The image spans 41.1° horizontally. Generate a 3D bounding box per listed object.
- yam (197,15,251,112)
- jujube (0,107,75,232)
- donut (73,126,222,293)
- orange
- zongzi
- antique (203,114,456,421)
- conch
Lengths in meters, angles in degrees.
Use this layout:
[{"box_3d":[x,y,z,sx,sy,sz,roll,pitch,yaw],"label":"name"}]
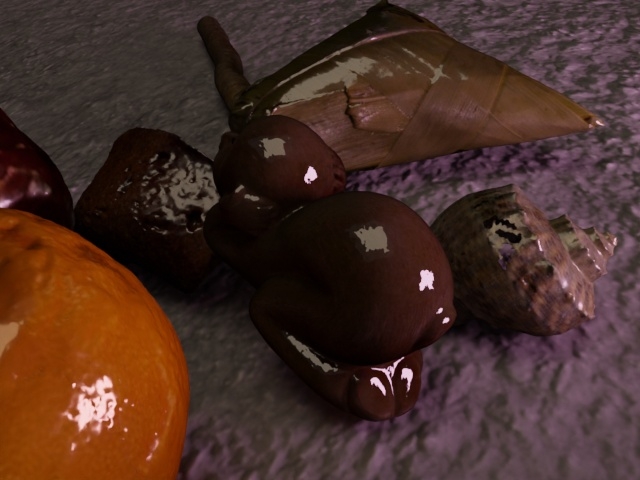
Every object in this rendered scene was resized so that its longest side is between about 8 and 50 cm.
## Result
[{"box_3d":[-0.132,-0.243,1.178,0.045,0.045,0.327,-40,34,9],"label":"yam"},{"box_3d":[-0.378,-0.050,0.811,0.318,0.223,0.223,23,45,32],"label":"jujube"},{"box_3d":[-0.157,-0.033,0.809,0.186,0.144,0.126,29,65,7],"label":"donut"},{"box_3d":[-0.210,0.110,0.523,0.261,0.261,0.261,-6,35,4],"label":"orange"},{"box_3d":[0.089,-0.118,0.876,0.274,0.145,0.300,-36,50,-28],"label":"zongzi"},{"box_3d":[0.000,0.000,0.659,0.121,0.143,0.257,-11,45,-30],"label":"antique"},{"box_3d":[0.143,0.023,0.715,0.207,0.130,0.155,-19,-5,24],"label":"conch"}]
